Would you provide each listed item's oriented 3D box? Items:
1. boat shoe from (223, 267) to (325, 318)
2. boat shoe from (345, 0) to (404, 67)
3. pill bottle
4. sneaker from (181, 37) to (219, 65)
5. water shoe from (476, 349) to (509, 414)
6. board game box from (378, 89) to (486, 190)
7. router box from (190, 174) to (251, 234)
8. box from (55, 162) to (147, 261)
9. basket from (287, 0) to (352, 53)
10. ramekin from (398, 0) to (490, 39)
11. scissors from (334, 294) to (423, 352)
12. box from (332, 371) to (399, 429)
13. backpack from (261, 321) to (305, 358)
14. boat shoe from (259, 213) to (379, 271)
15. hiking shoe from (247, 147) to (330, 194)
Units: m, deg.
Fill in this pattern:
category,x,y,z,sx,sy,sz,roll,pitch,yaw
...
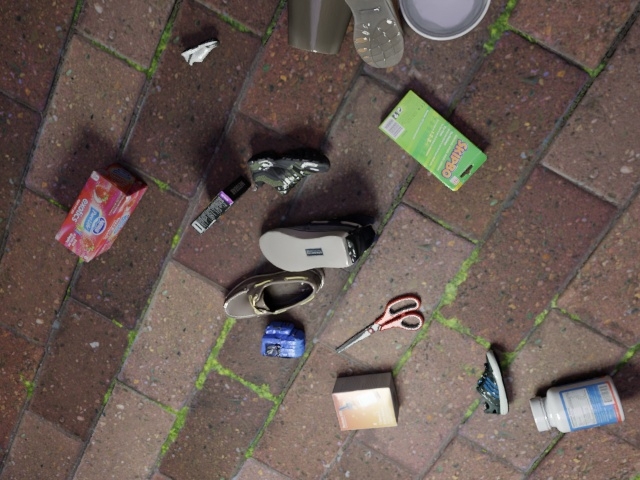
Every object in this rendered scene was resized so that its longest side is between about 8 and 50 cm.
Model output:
category,x,y,z,sx,sy,sz,roll,pitch,yaw
boat shoe,-0.146,0.158,1.736,0.325,0.096,0.116,-18,104,17
boat shoe,0.130,-0.530,1.383,0.123,0.116,0.324,4,154,16
pill bottle,0.692,0.450,1.649,0.222,0.124,0.124,-18,104,17
sneaker,-0.308,-0.495,1.588,0.109,0.040,0.043,-17,120,20
water shoe,0.475,0.405,1.706,0.080,0.073,0.203,-11,105,17
board game box,0.287,-0.252,1.545,0.259,0.039,0.124,41,112,-1
router box,-0.265,-0.098,1.632,0.046,0.179,0.133,45,110,-8
box,-0.625,-0.082,1.737,0.123,0.128,0.256,37,111,-2
basket,0.004,-0.570,1.439,0.205,0.154,0.226,5,115,-10
ramekin,0.287,-0.569,1.400,0.207,0.109,0.207,4,109,11
scissors,0.156,0.241,1.747,0.297,0.021,0.108,-20,106,18
box,0.135,0.474,1.788,0.171,0.091,0.130,-10,106,14
backpack,-0.104,0.292,1.773,0.120,0.098,0.101,7,106,10
boat shoe,0.000,0.000,1.653,0.341,0.158,0.127,4,116,40
hiking shoe,-0.079,-0.182,1.629,0.227,0.086,0.114,2,122,17
